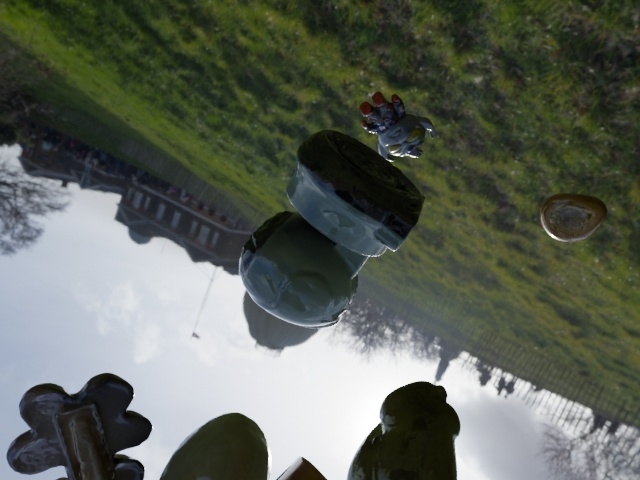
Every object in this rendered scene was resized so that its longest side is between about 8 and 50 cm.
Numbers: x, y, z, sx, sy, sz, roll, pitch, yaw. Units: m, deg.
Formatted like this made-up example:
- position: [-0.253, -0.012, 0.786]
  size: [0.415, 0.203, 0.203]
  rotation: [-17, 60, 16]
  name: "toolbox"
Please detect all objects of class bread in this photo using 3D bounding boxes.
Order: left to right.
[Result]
- position: [0.402, -0.033, 0.843]
  size: [0.092, 0.074, 0.239]
  rotation: [13, -174, 25]
  name: "bread"

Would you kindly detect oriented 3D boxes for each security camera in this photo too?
- position: [0.000, 0.000, 0.763]
  size: [0.191, 0.277, 0.197]
  rotation: [34, -158, 2]
  name: "security camera"

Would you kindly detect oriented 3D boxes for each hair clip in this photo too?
- position: [-0.254, 0.262, 0.582]
  size: [0.146, 0.257, 0.075]
  rotation: [-12, -163, -20]
  name: "hair clip"

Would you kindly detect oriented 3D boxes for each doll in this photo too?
- position: [0.140, -0.199, 0.944]
  size: [0.194, 0.104, 0.062]
  rotation: [30, -166, -49]
  name: "doll"

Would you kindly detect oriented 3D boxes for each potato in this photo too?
- position: [0.167, 0.448, 1.029]
  size: [0.202, 0.351, 0.218]
  rotation: [26, 175, -22]
  name: "potato"

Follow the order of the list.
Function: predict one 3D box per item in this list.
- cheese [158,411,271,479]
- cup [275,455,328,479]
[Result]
- position: [-0.113, 0.417, 0.595]
  size: [0.129, 0.328, 0.351]
  rotation: [-3, -138, 13]
  name: "cheese"
- position: [-0.030, 0.288, 0.305]
  size: [0.226, 0.264, 0.182]
  rotation: [60, 160, -11]
  name: "cup"
